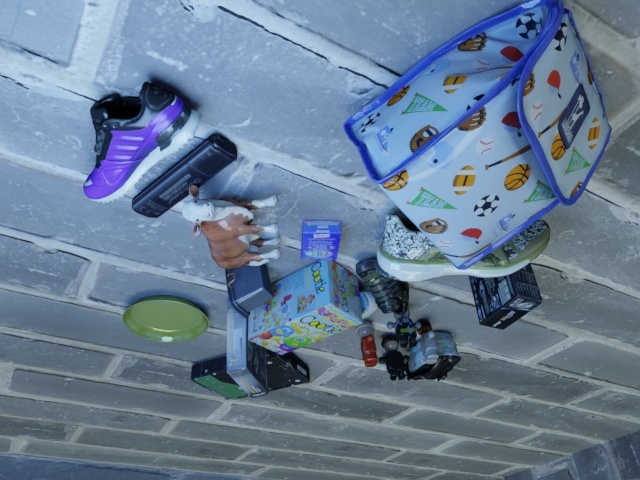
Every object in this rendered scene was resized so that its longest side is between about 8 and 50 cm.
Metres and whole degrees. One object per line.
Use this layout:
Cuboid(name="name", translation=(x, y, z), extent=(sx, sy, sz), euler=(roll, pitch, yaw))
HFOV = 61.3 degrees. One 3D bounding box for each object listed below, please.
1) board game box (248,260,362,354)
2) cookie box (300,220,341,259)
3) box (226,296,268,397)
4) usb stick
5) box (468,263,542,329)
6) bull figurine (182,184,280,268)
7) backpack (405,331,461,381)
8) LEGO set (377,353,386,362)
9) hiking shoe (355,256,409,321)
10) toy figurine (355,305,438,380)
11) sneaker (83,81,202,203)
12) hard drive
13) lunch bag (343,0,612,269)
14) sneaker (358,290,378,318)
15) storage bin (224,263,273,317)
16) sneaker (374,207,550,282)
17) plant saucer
Cuboid(name="board game box", translation=(-0.044, 0.181, 1.440), extent=(0.275, 0.144, 0.142), euler=(-27, 138, 29))
Cuboid(name="cookie box", translation=(0.000, 0.000, 1.292), extent=(0.091, 0.040, 0.107), euler=(1, 143, -5))
Cuboid(name="box", translation=(-0.201, 0.293, 1.502), extent=(0.056, 0.231, 0.183), euler=(-14, 142, 8))
Cuboid(name="usb stick", translation=(-0.282, -0.126, 1.105), extent=(0.278, 0.045, 0.077), euler=(-30, 143, 30))
Cuboid(name="box", translation=(0.454, 0.107, 1.351), extent=(0.077, 0.180, 0.147), euler=(14, 138, -20))
Cuboid(name="bull figurine", translation=(-0.185, -0.025, 1.180), extent=(0.188, 0.101, 0.310), euler=(-3, 156, -3))
Cuboid(name="backpack", translation=(0.367, 0.379, 1.755), extent=(0.152, 0.115, 0.182), euler=(2, 143, -26))
Cuboid(name="LEGO set", translation=(0.220, 0.396, 1.846), extent=(0.083, 0.023, 0.054), euler=(-4, 142, 23))
Cuboid(name="hiking shoe", translation=(0.172, 0.128, 1.410), extent=(0.086, 0.114, 0.227), euler=(-28, 136, 28))
Cuboid(name="toy figurine", translation=(0.233, 0.301, 1.628), extent=(0.209, 0.148, 0.213), euler=(-36, 130, 27))
Cuboid(name="sneaker", translation=(-0.364, -0.188, 0.984), extent=(0.293, 0.102, 0.146), euler=(-31, 131, 25))
Cuboid(name="hard drive", translation=(-0.236, 0.451, 1.843), extent=(0.339, 0.064, 0.237), euler=(-19, 140, 18))
Cuboid(name="lunch bag", translation=(0.298, -0.176, 0.942), extent=(0.385, 0.239, 0.328), euler=(-37, 133, 14))
Cuboid(name="sneaker", translation=(0.079, 0.207, 1.531), extent=(0.092, 0.087, 0.228), euler=(-1, 160, -43))
Cuboid(name="storage bin", translation=(-0.179, 0.106, 1.353), extent=(0.091, 0.135, 0.098), euler=(-27, 138, 11))
Cuboid(name="sneaker", translation=(0.323, -0.021, 1.225), extent=(0.410, 0.158, 0.182), euler=(-8, 125, -1))
Cuboid(name="plant saucer", translation=(-0.440, 0.221, 1.549), extent=(0.241, 0.037, 0.241), euler=(-2, 143, -1))
